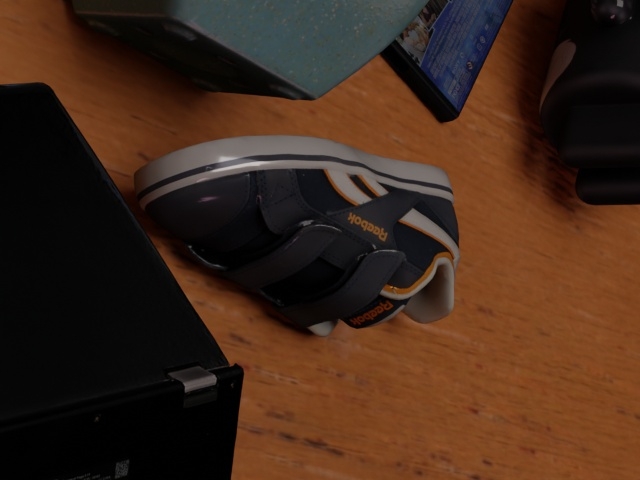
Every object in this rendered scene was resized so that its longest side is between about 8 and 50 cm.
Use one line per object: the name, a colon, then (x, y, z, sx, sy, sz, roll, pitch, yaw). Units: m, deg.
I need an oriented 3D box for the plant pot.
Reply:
plant pot: (-0.050, -0.245, 1.423, 0.247, 0.248, 0.252, 28, 79, -37)

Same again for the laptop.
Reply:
laptop: (-0.267, 0.132, 1.241, 0.382, 0.236, 0.408, -10, 113, -46)

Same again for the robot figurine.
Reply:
robot figurine: (0.304, -0.165, 1.789, 0.174, 0.209, 0.278, 22, 59, -5)

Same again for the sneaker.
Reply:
sneaker: (0.000, 0.000, 1.470, 0.321, 0.126, 0.127, 6, 68, -46)

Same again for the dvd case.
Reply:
dvd case: (0.068, -0.250, 1.693, 0.253, 0.022, 0.180, 46, 50, -25)
